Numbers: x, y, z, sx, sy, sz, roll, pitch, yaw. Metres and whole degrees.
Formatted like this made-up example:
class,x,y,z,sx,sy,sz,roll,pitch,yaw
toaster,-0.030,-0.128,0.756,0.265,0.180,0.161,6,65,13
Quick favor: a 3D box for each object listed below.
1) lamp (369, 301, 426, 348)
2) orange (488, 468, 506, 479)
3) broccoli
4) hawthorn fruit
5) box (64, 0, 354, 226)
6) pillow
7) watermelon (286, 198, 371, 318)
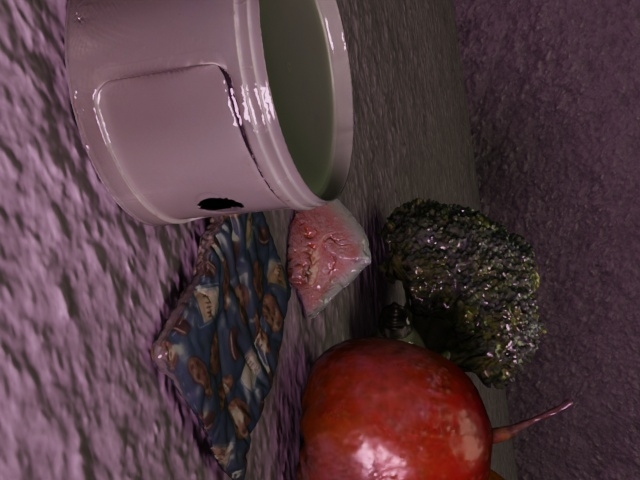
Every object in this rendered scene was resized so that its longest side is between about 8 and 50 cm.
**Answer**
class,x,y,z,sx,sy,sz,roll,pitch,yaw
lamp,0.114,0.198,1.279,0.101,0.101,0.250,-75,163,-50
orange,0.178,0.433,1.177,0.261,0.261,0.261,-6,90,-73
broccoli,0.240,0.093,1.370,0.375,0.249,0.302,-123,-162,-51
hawthorn fruit,0.085,0.236,0.965,0.231,0.263,0.235,3,110,-51
box,-0.075,-0.130,0.678,0.226,0.149,0.226,-6,90,-72
pillow,-0.077,0.071,0.798,0.256,0.034,0.189,-77,155,-46
watermelon,0.004,-0.002,1.027,0.080,0.101,0.155,39,38,-51
